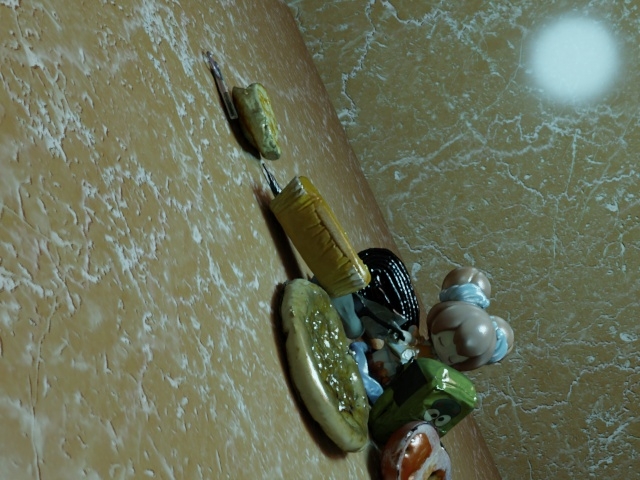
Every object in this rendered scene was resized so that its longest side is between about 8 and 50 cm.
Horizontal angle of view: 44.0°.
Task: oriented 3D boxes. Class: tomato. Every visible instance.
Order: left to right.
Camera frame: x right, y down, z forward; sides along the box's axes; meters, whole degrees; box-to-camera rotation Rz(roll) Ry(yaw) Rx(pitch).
[{"bbox_3d":[0.194,0.515,1.781,0.199,0.112,0.228,-45,122,-40],"label":"tomato"}]

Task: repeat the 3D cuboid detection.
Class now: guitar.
[{"bbox_3d":[0.120,0.186,1.999,0.271,0.038,0.084,38,-17,45],"label":"guitar"}]

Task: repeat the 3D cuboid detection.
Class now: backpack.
[{"bbox_3d":[0.230,0.389,1.876,0.207,0.253,0.140,31,24,-33],"label":"backpack"}]

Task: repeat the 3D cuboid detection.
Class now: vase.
[{"bbox_3d":[0.050,0.159,1.934,0.086,0.086,0.214,-101,168,-46],"label":"vase"}]

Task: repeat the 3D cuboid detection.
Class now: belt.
[{"bbox_3d":[0.178,0.160,2.229,0.164,0.184,0.289,7,59,-86],"label":"belt"}]

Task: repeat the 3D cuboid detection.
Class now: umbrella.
[{"bbox_3d":[-0.071,-0.072,1.921,0.269,0.044,0.044,65,-19,-13],"label":"umbrella"}]

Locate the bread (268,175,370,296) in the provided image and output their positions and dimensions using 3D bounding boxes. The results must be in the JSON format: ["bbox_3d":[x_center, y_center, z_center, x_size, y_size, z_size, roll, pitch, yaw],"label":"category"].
[{"bbox_3d":[0.000,0.000,1.778,0.288,0.119,0.152,56,3,8],"label":"bread"}]

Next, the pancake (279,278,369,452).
[{"bbox_3d":[0.015,0.248,1.611,0.382,0.071,0.382,-23,90,-78],"label":"pancake"}]

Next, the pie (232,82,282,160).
[{"bbox_3d":[-0.146,-0.277,1.855,0.205,0.084,0.179,43,31,-81],"label":"pie"}]

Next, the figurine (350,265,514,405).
[{"bbox_3d":[0.292,0.269,2.028,0.277,0.388,0.248,61,11,-17],"label":"figurine"}]

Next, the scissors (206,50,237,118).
[{"bbox_3d":[-0.223,-0.350,1.809,0.085,0.022,0.176,57,11,-69],"label":"scissors"}]

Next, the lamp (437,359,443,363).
[{"bbox_3d":[0.262,0.418,2.290,0.314,0.181,0.182,107,-29,-55],"label":"lamp"}]
